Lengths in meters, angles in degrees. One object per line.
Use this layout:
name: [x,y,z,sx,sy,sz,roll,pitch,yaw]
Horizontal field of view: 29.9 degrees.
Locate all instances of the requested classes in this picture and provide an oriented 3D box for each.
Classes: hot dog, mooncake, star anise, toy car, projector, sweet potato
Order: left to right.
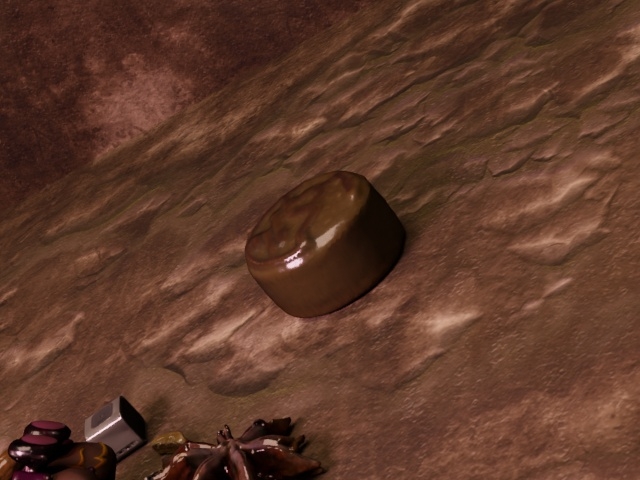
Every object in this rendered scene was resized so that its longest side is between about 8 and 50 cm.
sweet potato: [-0.623,0.445,2.397,0.053,0.054,0.182,10,50,46]
toy car: [-0.374,0.438,1.886,0.341,0.240,0.271,-131,48,-83]
projector: [-0.375,0.348,2.198,0.082,0.083,0.083,-34,26,7]
hot dog: [-0.258,0.352,2.102,0.090,0.030,0.034,-13,34,41]
star anise: [-0.128,0.343,1.854,0.288,0.088,0.288,-14,14,4]
mooncake: [0.000,0.000,2.213,0.284,0.155,0.284,-30,28,18]
